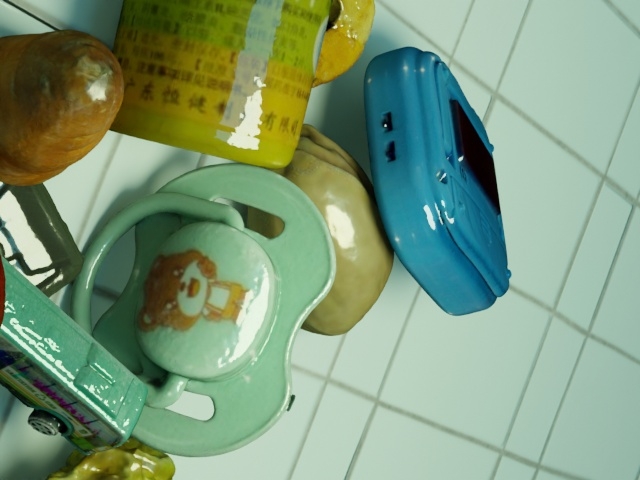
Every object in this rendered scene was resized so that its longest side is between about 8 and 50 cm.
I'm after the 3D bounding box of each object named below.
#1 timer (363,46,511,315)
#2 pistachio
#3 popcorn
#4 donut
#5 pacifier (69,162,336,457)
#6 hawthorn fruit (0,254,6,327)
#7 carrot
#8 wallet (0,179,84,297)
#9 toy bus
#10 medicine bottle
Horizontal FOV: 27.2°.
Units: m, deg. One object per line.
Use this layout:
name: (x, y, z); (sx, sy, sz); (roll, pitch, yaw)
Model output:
timer: (0.160, -0.078, 1.752); (0.340, 0.115, 0.309); (46, 34, -56)
pistachio: (0.000, 0.000, 1.688); (0.162, 0.181, 0.293); (-81, 161, -54)
popcorn: (-0.225, 0.342, 1.450); (0.225, 0.173, 0.286); (64, 9, -71)
donut: (-0.015, -0.284, 1.646); (0.190, 0.074, 0.174); (-44, 129, -34)
pacifier: (-0.134, 0.082, 1.557); (0.269, 0.288, 0.343); (77, 36, -76)
hawthorn fruit: (-0.422, 0.041, 1.157); (0.295, 0.311, 0.295); (37, 38, -37)
carrot: (-0.259, -0.147, 1.305); (0.159, 0.225, 0.159); (5, 81, -34)
wallet: (-0.373, 0.033, 1.386); (0.245, 0.052, 0.169); (-38, 124, -30)
toy bus: (-0.290, 0.121, 1.364); (0.262, 0.109, 0.091); (47, 47, -33)
medicine bottle: (-0.095, -0.284, 1.449); (0.224, 0.224, 0.384); (11, 93, -48)
